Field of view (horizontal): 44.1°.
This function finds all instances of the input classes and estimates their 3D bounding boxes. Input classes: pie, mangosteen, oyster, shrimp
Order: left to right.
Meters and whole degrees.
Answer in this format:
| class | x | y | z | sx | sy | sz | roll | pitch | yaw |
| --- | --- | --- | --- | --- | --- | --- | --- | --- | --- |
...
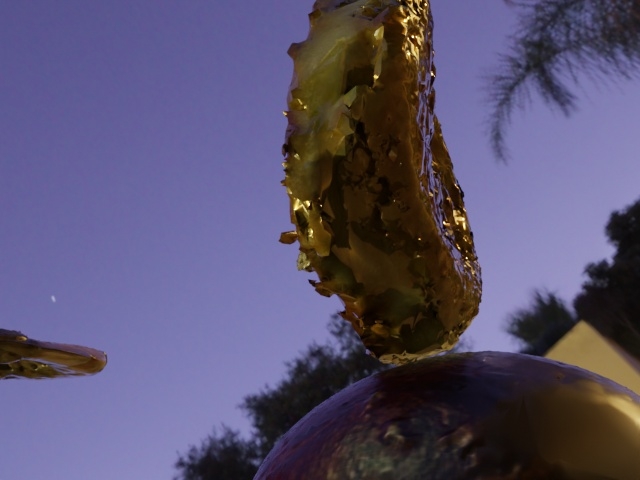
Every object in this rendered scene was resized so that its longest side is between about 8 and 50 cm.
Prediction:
| class | x | y | z | sx | sy | sz | roll | pitch | yaw |
| --- | --- | --- | --- | --- | --- | --- | --- | --- | --- |
| shrimp | -0.275 | 0.083 | 0.618 | 0.217 | 0.051 | 0.150 | 9 | -14 | -24 |
| oyster | 0.000 | 0.000 | 1.402 | 0.064 | 0.177 | 0.125 | 15 | -92 | -1 |
| pie | 0.059 | -0.065 | 0.629 | 0.103 | 0.355 | 0.288 | -7 | -59 | 18 |
| mangosteen | 0.104 | 0.205 | 0.448 | 0.330 | 0.330 | 0.330 | -20 | -43 | -20 |
